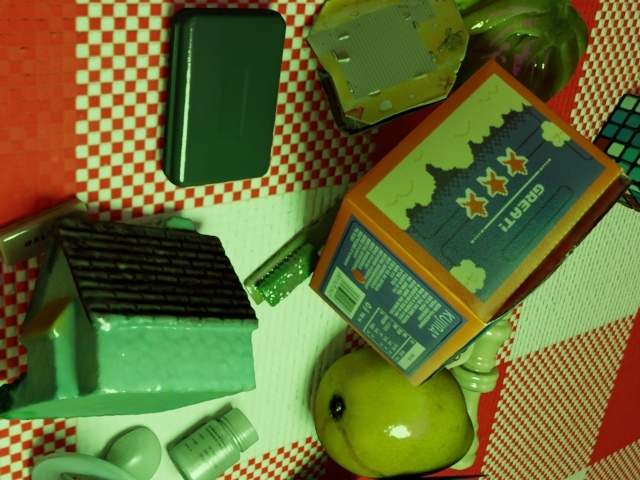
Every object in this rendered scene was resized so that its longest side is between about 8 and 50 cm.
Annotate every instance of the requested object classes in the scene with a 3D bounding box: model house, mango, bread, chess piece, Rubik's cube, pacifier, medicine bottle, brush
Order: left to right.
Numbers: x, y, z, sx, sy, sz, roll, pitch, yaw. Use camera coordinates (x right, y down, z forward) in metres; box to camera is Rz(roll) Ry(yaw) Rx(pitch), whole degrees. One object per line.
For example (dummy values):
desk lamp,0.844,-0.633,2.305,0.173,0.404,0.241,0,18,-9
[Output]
model house,-0.255,0.087,1.081,0.280,0.230,0.249,10,66,-46
pacifier,-0.282,0.373,1.236,0.207,0.227,0.279,-70,156,-50
medicine bottle,-0.169,0.331,1.349,0.130,0.080,0.080,-35,132,-22
brush,0.000,0.000,1.332,0.282,0.048,0.054,-42,139,-16
model house,0.102,-0.242,1.203,0.219,0.207,0.136,-23,159,-7
mango,0.139,0.314,1.489,0.378,0.263,0.221,37,43,-50
chess piece,0.306,0.263,1.705,0.117,0.117,0.397,-3,114,-40
bread,0.301,-0.356,1.274,0.333,0.160,0.333,-8,104,-36
Rubik's cube,0.678,-0.161,1.725,0.187,0.182,0.184,34,89,-47

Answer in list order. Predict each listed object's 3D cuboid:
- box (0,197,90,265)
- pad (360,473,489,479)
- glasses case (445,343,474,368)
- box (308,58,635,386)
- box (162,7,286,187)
box,-0.341,-0.010,1.044,0.115,0.025,0.048,-26,127,-27
pad,0.109,0.434,1.518,0.220,0.330,0.004,10,70,-44
glasses case,0.239,0.082,1.561,0.144,0.076,0.337,-12,121,-36
box,0.195,-0.005,1.223,0.318,0.257,0.349,-41,169,-23
box,-0.128,-0.187,1.108,0.160,0.050,0.230,-11,121,-37
